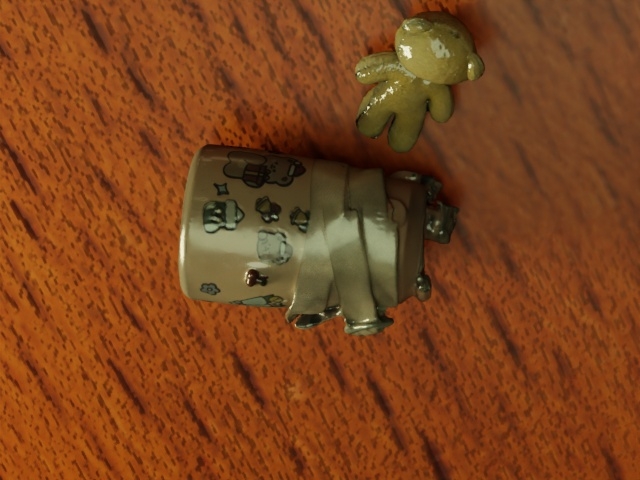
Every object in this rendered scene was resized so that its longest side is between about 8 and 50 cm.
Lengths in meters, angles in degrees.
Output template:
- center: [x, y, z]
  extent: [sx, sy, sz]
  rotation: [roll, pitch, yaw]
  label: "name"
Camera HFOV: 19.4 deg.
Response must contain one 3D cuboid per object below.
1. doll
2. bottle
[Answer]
- center: [0.050, -0.087, 1.036]
  extent: [0.061, 0.051, 0.093]
  rotation: [27, 115, -8]
  label: "doll"
- center: [0.000, -0.001, 1.058]
  extent: [0.152, 0.099, 0.099]
  rotation: [7, 112, 4]
  label: "bottle"
